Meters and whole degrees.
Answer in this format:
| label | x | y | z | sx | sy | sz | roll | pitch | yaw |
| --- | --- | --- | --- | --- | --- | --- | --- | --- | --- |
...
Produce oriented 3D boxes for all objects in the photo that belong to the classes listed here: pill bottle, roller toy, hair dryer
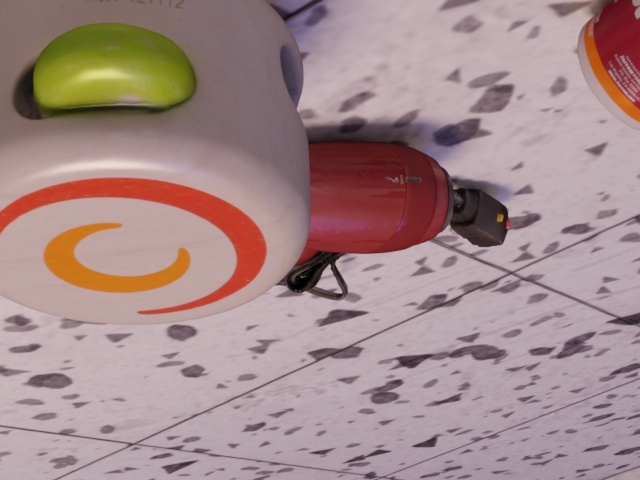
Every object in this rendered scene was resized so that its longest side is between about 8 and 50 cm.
| label | x | y | z | sx | sy | sz | roll | pitch | yaw |
| --- | --- | --- | --- | --- | --- | --- | --- | --- | --- |
| pill bottle | 0.232 | -0.135 | 0.759 | 0.086 | 0.086 | 0.152 | 6 | 150 | -36 |
| roller toy | -0.104 | -0.053 | 0.699 | 0.191 | 0.146 | 0.209 | 25 | 140 | -38 |
| hair dryer | 0.000 | 0.000 | 0.950 | 0.223 | 0.080 | 0.293 | -23 | 154 | 23 |
